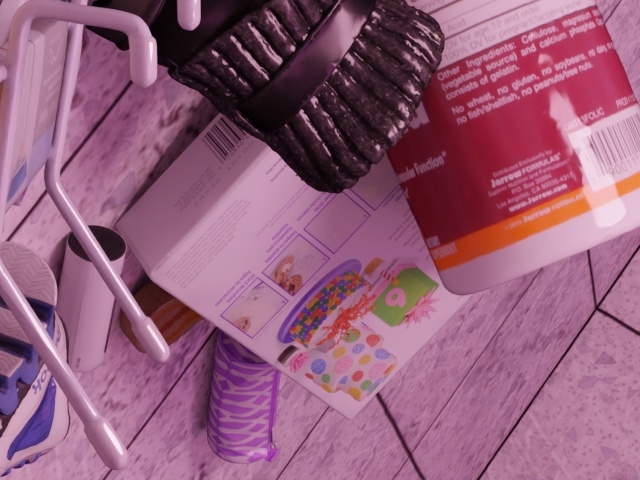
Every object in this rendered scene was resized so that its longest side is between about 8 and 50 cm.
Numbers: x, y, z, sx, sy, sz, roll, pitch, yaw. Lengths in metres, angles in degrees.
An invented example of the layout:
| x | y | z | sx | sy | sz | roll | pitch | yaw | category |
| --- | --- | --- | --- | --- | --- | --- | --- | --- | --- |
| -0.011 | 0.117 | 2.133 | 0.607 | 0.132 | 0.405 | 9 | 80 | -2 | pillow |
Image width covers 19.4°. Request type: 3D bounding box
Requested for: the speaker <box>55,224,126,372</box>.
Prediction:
| x | y | z | sx | sy | sz | roll | pitch | yaw | category |
| --- | --- | --- | --- | --- | --- | --- | --- | --- | --- |
| -0.212 | 0.053 | 1.700 | 0.055 | 0.055 | 0.136 | -35 | 149 | -46 | speaker |

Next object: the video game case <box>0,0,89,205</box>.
| x | y | z | sx | sy | sz | roll | pitch | yaw | category |
| --- | --- | --- | --- | --- | --- | --- | --- | --- | --- |
| -0.220 | -0.126 | 1.405 | 0.143 | 0.019 | 0.157 | 79 | 26 | -62 | video game case |

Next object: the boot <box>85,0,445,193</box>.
| x | y | z | sx | sy | sz | roll | pitch | yaw | category |
| --- | --- | --- | --- | --- | --- | --- | --- | --- | --- |
| 0.006 | -0.235 | 1.478 | 0.348 | 0.260 | 0.131 | -56 | -163 | 12 | boot |

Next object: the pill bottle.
| x | y | z | sx | sy | sz | roll | pitch | yaw | category |
| --- | --- | --- | --- | --- | --- | --- | --- | --- | --- |
| 0.140 | -0.169 | 1.665 | 0.224 | 0.392 | 0.224 | -23 | 180 | 0 | pill bottle |

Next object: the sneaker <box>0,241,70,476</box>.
| x | y | z | sx | sy | sz | roll | pitch | yaw | category |
| --- | --- | --- | --- | --- | --- | --- | --- | --- | --- |
| -0.291 | 0.171 | 1.562 | 0.315 | 0.127 | 0.182 | -61 | 160 | -14 | sneaker |

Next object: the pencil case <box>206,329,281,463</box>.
| x | y | z | sx | sy | sz | roll | pitch | yaw | category |
| --- | --- | --- | --- | --- | --- | --- | --- | --- | --- |
| -0.081 | 0.172 | 2.121 | 0.086 | 0.088 | 0.206 | -46 | 156 | -35 | pencil case |

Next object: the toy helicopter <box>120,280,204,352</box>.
| x | y | z | sx | sy | sz | roll | pitch | yaw | category |
| --- | --- | --- | --- | --- | --- | --- | --- | --- | --- |
| -0.050 | 0.011 | 1.915 | 0.355 | 0.140 | 0.235 | -27 | 152 | -33 | toy helicopter |

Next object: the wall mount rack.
| x | y | z | sx | sy | sz | roll | pitch | yaw | category |
| --- | --- | --- | --- | --- | --- | --- | --- | --- | --- |
| -0.161 | -0.030 | 1.295 | 0.350 | 0.130 | 0.304 | -75 | 175 | -73 | wall mount rack |

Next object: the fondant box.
| x | y | z | sx | sy | sz | roll | pitch | yaw | category |
| --- | --- | --- | --- | --- | --- | --- | --- | --- | --- |
| 0.000 | 0.000 | 1.799 | 0.238 | 0.096 | 0.330 | -46 | 132 | 5 | fondant box |
